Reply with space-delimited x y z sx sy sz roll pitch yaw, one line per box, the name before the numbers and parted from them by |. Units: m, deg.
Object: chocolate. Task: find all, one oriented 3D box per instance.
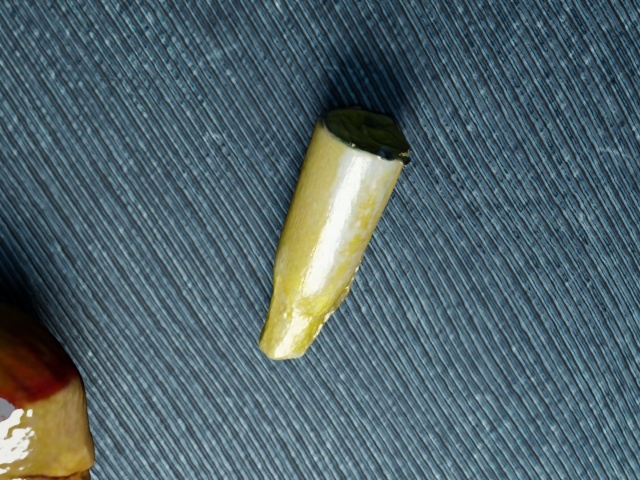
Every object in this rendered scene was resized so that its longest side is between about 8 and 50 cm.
chocolate | 0.000 0.000 1.544 0.086 0.085 0.219 20 117 -6

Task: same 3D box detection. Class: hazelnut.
hazelnut | -0.286 0.144 1.579 0.181 0.181 0.212 2 119 -30
